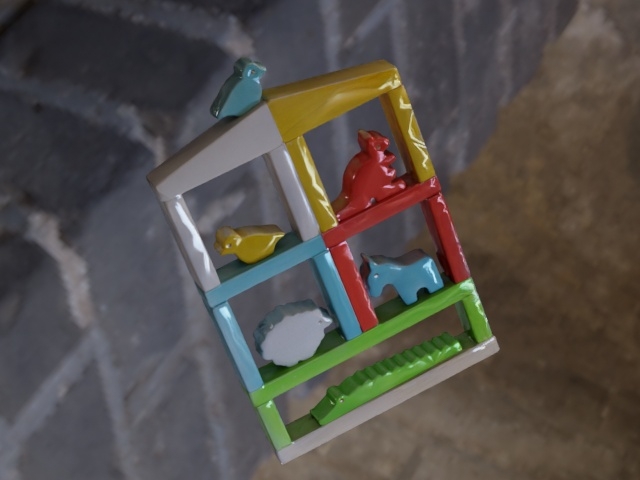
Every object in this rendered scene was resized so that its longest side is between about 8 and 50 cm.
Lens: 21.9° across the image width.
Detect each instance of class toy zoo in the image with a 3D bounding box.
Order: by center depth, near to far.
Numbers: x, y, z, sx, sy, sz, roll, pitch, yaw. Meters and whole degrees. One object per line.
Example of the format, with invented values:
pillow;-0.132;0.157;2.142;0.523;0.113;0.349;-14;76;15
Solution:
toy zoo;0.000;0.000;1.196;0.030;0.192;0.293;44;158;62
